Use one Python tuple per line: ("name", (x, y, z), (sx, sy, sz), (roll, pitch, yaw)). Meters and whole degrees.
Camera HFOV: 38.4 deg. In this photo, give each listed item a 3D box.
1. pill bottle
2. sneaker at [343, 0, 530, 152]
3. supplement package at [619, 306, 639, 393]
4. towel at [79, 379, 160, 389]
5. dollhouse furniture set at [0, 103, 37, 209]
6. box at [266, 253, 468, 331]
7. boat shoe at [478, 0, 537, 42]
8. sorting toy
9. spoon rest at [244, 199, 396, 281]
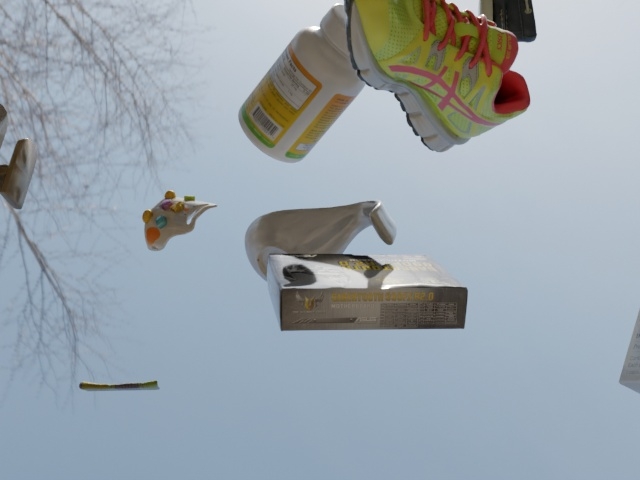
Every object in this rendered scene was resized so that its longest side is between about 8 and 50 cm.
("pill bottle", (-0.012, -0.251, 1.466), (0.136, 0.245, 0.136), (29, -146, -22))
("sneaker", (0.085, -0.136, 0.635), (0.094, 0.208, 0.081), (-11, -114, 27))
("supplement package", (0.370, 0.030, 0.761), (0.134, 0.139, 0.244), (28, -109, -17))
("towel", (-0.215, 0.155, 0.983), (0.083, 0.060, 0.009), (0, -102, -8))
("dollhouse furniture set", (-0.491, -0.161, 1.123), (0.212, 0.242, 0.161), (-1, -120, 13))
("box", (0.052, 0.063, 1.182), (0.231, 0.183, 0.056), (0, -78, -8))
("boat shoe", (0.247, -0.356, 1.194), (0.079, 0.095, 0.254), (4, -126, 7))
("sorting toy", (-0.159, -0.028, 1.072), (0.083, 0.075, 0.045), (-48, -54, -36))
("spoon rest", (0.000, 0.000, 1.364), (0.137, 0.276, 0.084), (58, -140, -17))
